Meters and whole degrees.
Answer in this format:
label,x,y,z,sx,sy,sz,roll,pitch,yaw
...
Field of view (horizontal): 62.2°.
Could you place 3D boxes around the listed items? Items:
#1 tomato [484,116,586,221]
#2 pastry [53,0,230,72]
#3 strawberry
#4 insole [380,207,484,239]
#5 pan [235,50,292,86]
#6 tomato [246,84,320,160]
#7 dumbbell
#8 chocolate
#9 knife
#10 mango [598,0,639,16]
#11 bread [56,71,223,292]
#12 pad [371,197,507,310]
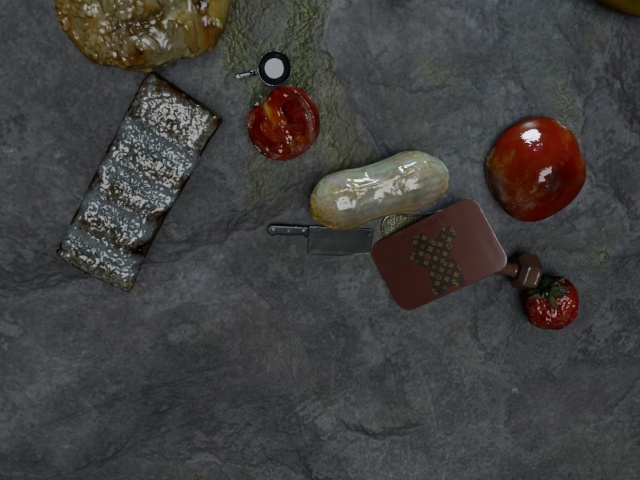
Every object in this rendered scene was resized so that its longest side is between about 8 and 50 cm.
label,x,y,z,sx,sy,sz,roll,pitch,yaw
tomato,0.480,-0.141,1.156,0.200,0.140,0.233,-28,111,8
pastry,-0.313,-0.429,0.922,0.310,0.162,0.255,-22,101,-3
strawberry,0.559,0.162,1.278,0.131,0.131,0.148,-23,103,-1
insole,0.262,-0.034,1.228,0.253,0.005,0.086,-5,108,-7
pan,-0.115,-0.339,1.060,0.115,0.023,0.069,-13,110,-7
tomato,-0.066,-0.241,1.068,0.159,0.091,0.139,-33,102,31
dumbbell,0.400,0.059,1.240,0.230,0.082,0.092,9,105,-12
chocolate,0.125,-0.108,1.118,0.309,0.134,0.134,-14,110,-4
knife,0.000,0.000,1.193,0.245,0.019,0.072,4,109,-12
mango,0.624,-0.535,1.062,0.253,0.113,0.139,19,105,-16
bread,-0.358,-0.110,1.053,0.165,0.113,0.417,27,101,-18
pad,0.261,0.036,1.189,0.267,0.004,0.181,-28,92,19
